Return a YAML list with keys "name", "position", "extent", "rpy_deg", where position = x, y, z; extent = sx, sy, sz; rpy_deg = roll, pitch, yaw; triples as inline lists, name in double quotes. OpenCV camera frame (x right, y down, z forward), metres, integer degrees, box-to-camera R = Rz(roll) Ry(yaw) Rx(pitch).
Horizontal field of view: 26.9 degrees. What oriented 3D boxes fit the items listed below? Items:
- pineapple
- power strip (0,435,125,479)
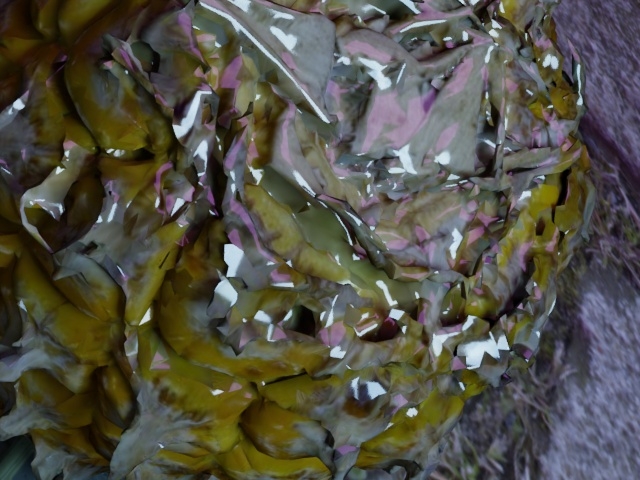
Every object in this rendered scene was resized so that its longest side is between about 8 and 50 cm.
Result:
- name: "pineapple"
  position: [-0.045, -0.040, 0.647]
  extent: [0.352, 0.300, 0.353]
  rpy_deg: [9, 75, -33]
- name: "power strip"
  position: [-0.159, 0.161, 0.701]
  extent: [0.076, 0.028, 0.169]
  rpy_deg: [47, 39, -11]
